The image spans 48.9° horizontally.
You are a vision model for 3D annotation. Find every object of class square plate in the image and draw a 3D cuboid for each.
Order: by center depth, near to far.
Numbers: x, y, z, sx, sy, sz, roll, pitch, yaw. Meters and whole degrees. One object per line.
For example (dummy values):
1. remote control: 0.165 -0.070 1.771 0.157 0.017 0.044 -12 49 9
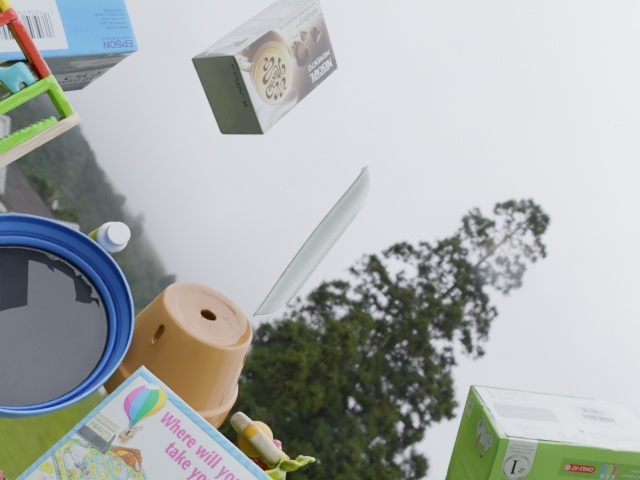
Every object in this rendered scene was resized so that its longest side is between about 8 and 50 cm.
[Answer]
1. square plate: 0.000 0.000 1.422 0.049 0.347 0.344 37 5 -1

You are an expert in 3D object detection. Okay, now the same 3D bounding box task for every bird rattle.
1. bird rattle: -0.127 0.472 1.623 0.206 0.143 0.253 55 -11 -15

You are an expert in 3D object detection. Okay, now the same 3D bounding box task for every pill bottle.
1. pill bottle: -0.439 -0.002 1.457 0.116 0.065 0.065 -21 -74 51

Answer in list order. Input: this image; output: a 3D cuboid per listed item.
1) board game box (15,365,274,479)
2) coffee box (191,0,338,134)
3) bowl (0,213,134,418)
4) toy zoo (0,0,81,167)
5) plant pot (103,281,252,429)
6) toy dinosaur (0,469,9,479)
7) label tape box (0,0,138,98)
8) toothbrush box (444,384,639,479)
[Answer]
1. board game box: -0.067 0.132 0.297 0.154 0.103 0.026 29 -29 37
2. coffee box: -0.103 -0.359 1.430 0.119 0.297 0.168 7 -50 35
3. bowl: -0.538 0.134 1.269 0.391 0.391 0.077 49 -44 6
4. toy zoo: -0.444 -0.223 0.830 0.030 0.192 0.293 13 -45 53
5. plant pot: -0.273 0.221 1.431 0.291 0.291 0.203 42 -67 21
6. toy dinosaur: -0.479 0.383 1.092 0.082 0.090 0.047 119 -29 -45
7. label tape box: -0.508 -0.310 1.201 0.348 0.249 0.115 -14 -86 49
8. toothbrush box: 0.262 0.336 0.860 0.122 0.207 0.283 -106 -156 -72
